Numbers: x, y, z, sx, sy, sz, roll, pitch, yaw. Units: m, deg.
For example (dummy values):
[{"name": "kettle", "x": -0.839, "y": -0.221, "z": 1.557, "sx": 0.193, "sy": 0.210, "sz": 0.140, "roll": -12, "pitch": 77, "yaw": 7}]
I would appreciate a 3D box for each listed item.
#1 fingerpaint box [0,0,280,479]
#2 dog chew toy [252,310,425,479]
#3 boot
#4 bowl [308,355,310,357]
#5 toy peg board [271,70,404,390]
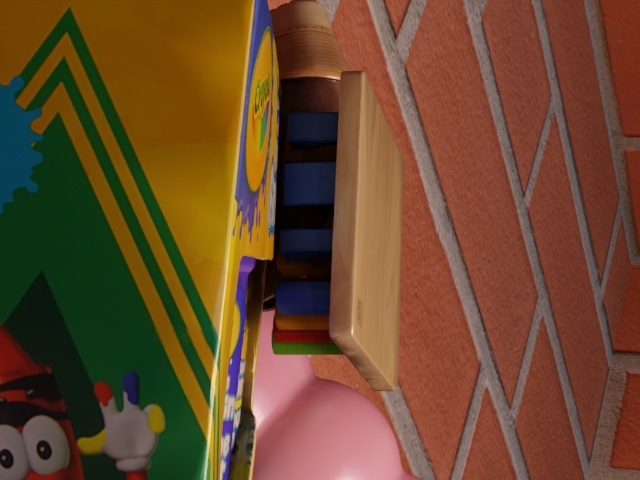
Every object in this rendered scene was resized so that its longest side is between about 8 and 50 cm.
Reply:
[{"name": "fingerpaint box", "x": -0.114, "y": 0.067, "z": 0.813, "sx": 0.445, "sy": 0.163, "sz": 0.371, "roll": 110, "pitch": -14, "yaw": -88}, {"name": "dog chew toy", "x": -0.036, "y": 0.177, "z": 1.124, "sx": 0.206, "sy": 0.332, "sz": 0.206, "roll": -52, "pitch": 171, "yaw": -12}, {"name": "boot", "x": -0.068, "y": -0.045, "z": 1.116, "sx": 0.090, "sy": 0.248, "sz": 0.207, "roll": 10, "pitch": 65, "yaw": -41}, {"name": "bowl", "x": -0.054, "y": 0.016, "z": 1.328, "sx": 0.298, "sy": 0.134, "sz": 0.298, "roll": 2, "pitch": 90, "yaw": -68}, {"name": "toy peg board", "x": 0.000, "y": 0.000, "z": 0.929, "sx": 0.160, "sy": 0.079, "sz": 0.161, "roll": 54, "pitch": 36, "yaw": -69}]
